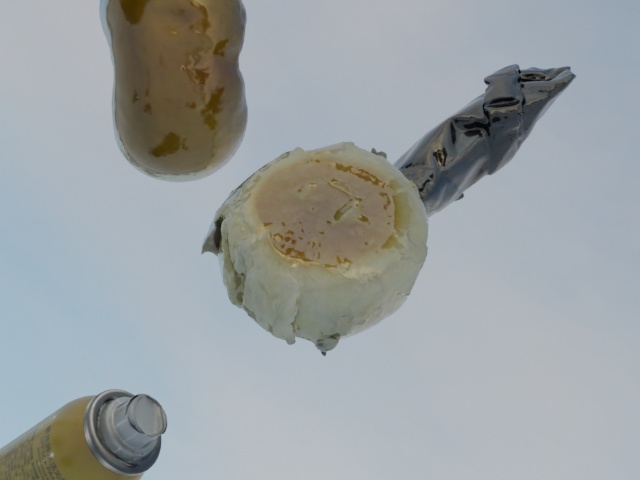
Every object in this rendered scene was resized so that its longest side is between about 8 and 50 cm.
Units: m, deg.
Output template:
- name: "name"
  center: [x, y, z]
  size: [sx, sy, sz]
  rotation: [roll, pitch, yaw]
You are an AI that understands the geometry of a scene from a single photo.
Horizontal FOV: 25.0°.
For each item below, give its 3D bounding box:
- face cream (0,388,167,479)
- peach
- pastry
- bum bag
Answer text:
- name: "face cream"
  center: [-0.269, 0.235, 1.412]
  size: [0.105, 0.105, 0.349]
  rotation: [47, -52, -11]
- name: "peach"
  center: [-0.151, -0.181, 1.496]
  size: [0.153, 0.251, 0.251]
  rotation: [-2, -36, -2]
- name: "pastry"
  center: [0.000, 0.000, 1.044]
  size: [0.166, 0.166, 0.088]
  rotation: [31, -35, 17]
- name: "bum bag"
  center: [0.120, -0.075, 1.343]
  size: [0.074, 0.310, 0.137]
  rotation: [50, -13, -7]
